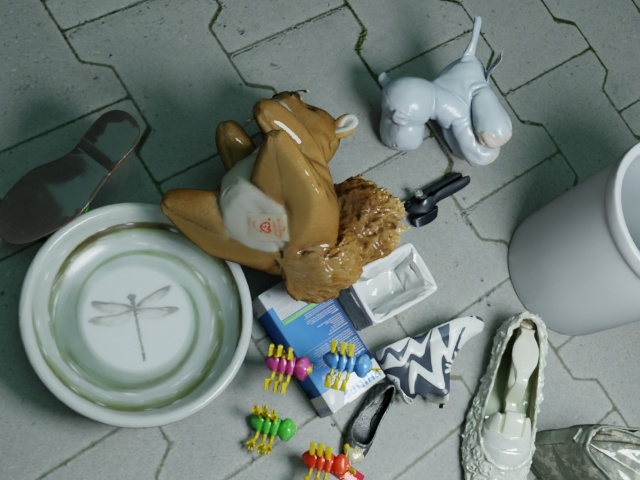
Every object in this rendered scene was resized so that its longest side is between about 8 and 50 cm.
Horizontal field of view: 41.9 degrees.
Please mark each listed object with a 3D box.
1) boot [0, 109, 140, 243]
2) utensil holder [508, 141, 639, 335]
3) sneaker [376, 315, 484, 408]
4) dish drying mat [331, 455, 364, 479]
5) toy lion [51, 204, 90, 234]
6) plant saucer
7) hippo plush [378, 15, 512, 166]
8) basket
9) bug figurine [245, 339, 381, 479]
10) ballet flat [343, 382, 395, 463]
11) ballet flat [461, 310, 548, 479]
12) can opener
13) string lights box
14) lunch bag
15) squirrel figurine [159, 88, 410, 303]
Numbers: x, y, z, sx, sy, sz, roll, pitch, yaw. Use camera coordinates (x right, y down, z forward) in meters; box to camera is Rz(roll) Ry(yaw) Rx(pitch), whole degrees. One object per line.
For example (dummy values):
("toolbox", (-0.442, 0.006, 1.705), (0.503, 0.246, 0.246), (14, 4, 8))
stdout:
("boot", (-0.442, -0.100, 1.481), (0.112, 0.115, 0.305), (47, 72, -5))
("utensil holder", (0.621, 0.011, 1.725), (0.328, 0.385, 0.327), (6, 70, -18))
("sneaker", (0.241, 0.249, 1.660), (0.235, 0.094, 0.153), (-17, 80, -25))
("dish drying mat", (0.043, 0.433, 1.567), (0.083, 0.008, 0.032), (35, 62, -6))
("toy lion", (-0.473, -0.058, 1.530), (0.100, 0.034, 0.096), (-5, 81, -23))
("plant saucer", (-0.324, 0.134, 1.479), (0.401, 0.100, 0.400), (7, 69, -18))
("hippo plush", (0.250, -0.267, 1.755), (0.237, 0.294, 0.234), (-14, 56, -17))
("basket", (0.126, 0.096, 1.663), (0.167, 0.103, 0.113), (-26, 82, -27))
("bug figurine", (-0.016, 0.295, 1.495), (0.216, 0.072, 0.278), (15, 99, 14))
("ballet flat", (0.091, 0.344, 1.593), (0.057, 0.049, 0.173), (32, 64, -7))
("ballet flat", (0.374, 0.320, 1.662), (0.147, 0.147, 0.408), (22, 65, -13))
("can opener", (0.252, -0.101, 1.815), (0.059, 0.073, 0.186), (29, 52, 35))
("string lights box", (-0.007, 0.191, 1.593), (0.133, 0.077, 0.259), (-30, 85, -26))
("lunch bag", (0.566, 0.451, 1.634), (0.287, 0.235, 0.169), (37, 68, -6))
("squirrel figurine", (-0.030, -0.094, 1.567), (0.397, 0.281, 0.370), (46, 31, -15))
